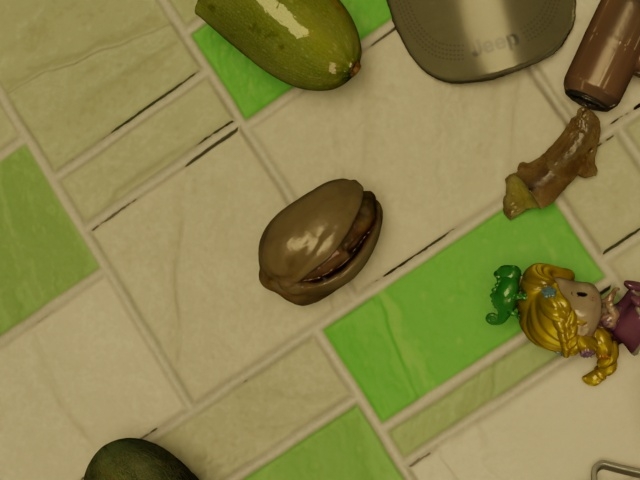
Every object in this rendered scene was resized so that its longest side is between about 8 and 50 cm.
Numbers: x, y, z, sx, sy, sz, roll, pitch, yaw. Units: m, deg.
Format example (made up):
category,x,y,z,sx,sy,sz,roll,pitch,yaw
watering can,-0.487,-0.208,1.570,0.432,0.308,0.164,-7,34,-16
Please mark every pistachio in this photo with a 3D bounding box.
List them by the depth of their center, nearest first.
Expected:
category,x,y,z,sx,sy,sz,roll,pitch,yaw
pistachio,0.000,0.000,1.376,0.149,0.113,0.113,-42,78,-10

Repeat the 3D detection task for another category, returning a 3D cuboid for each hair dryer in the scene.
category,x,y,z,sx,sy,sz,roll,pitch,yaw
hair dryer,0.348,-0.167,1.341,0.181,0.064,0.117,25,91,7

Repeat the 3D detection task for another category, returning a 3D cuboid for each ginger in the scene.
category,x,y,z,sx,sy,sz,roll,pitch,yaw
ginger,0.240,-0.074,1.361,0.137,0.044,0.057,-44,61,3

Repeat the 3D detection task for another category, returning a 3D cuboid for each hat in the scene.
category,x,y,z,sx,sy,sz,roll,pitch,yaw
hat,0.157,-0.301,1.357,0.214,0.149,0.245,-20,71,9

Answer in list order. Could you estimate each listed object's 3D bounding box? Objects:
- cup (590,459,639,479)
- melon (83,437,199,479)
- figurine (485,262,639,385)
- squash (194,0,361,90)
category,x,y,z,sx,sy,sz,roll,pitch,yaw
cup,0.306,0.267,1.309,0.116,0.074,0.104,-4,56,7
melon,-0.174,0.279,1.375,0.167,0.114,0.114,42,94,14
figurine,0.240,0.086,1.325,0.156,0.095,0.115,11,108,-6
squash,-0.031,-0.232,1.393,0.186,0.123,0.123,39,93,9
